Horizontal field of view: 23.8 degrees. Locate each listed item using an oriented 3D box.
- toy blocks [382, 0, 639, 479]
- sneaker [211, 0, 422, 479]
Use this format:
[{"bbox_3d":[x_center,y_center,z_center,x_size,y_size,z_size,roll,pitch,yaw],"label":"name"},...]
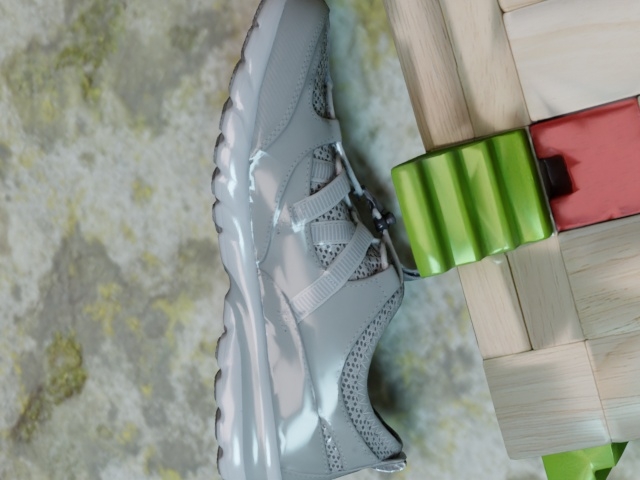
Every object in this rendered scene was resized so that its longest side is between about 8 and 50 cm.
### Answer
[{"bbox_3d":[0.177,-0.076,0.651,0.261,0.191,0.381,-14,96,24],"label":"toy blocks"},{"bbox_3d":[0.000,0.000,0.837,0.115,0.105,0.281,0,101,-1],"label":"sneaker"}]
